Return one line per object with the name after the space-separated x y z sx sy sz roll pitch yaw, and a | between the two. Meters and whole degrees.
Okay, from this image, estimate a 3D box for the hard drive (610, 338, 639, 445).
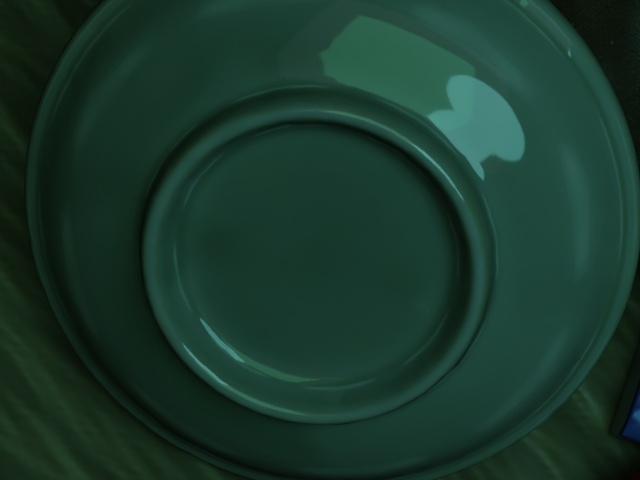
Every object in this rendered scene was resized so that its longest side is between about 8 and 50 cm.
0.391 0.095 1.240 0.318 0.040 0.210 20 83 -5 | hard drive

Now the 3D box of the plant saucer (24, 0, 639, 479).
0.000 0.000 1.079 0.400 0.100 0.400 3 112 7 | plant saucer

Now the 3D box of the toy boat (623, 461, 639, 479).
0.312 0.214 1.140 0.231 0.151 0.151 -11 107 4 | toy boat

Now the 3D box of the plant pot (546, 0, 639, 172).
0.163 -0.116 1.160 0.215 0.215 0.230 -14 100 -8 | plant pot
